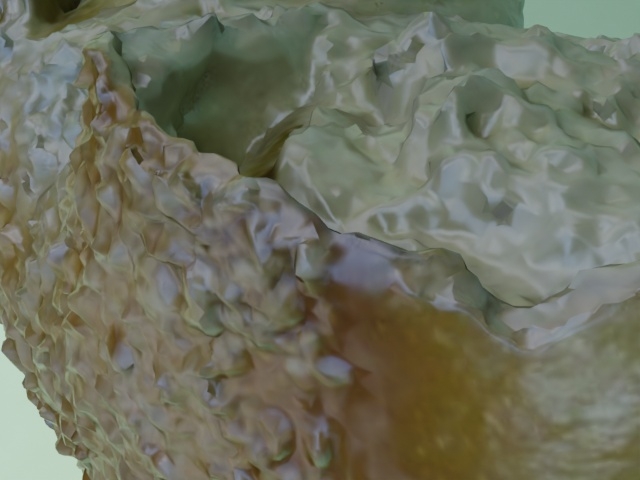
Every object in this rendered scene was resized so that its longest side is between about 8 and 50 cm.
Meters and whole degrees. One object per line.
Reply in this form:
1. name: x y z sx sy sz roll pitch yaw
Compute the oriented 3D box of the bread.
1. bread: -0.002 0.002 0.476 0.314 0.171 0.192 52 144 46
